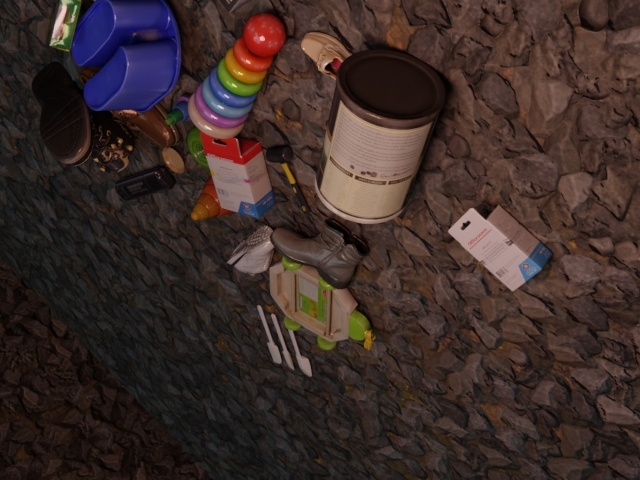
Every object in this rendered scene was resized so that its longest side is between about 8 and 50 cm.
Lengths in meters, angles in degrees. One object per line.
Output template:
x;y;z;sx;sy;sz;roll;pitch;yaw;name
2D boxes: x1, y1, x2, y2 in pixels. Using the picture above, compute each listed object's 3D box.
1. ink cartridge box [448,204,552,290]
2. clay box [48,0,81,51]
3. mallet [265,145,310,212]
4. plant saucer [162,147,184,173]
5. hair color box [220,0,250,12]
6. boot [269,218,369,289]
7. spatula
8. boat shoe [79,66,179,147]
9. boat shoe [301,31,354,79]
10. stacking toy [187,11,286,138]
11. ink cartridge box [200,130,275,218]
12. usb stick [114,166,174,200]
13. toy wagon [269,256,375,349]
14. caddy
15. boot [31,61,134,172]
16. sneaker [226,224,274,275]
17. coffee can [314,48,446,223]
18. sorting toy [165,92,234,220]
0.357;0.004;1.509;0.180;0.060;0.104;43;144;5;ink cartridge box
-0.629;-0.556;1.853;0.127;0.053;0.222;-68;28;20;clay box
-0.062;-0.146;1.817;0.062;0.039;0.189;-6;124;45;mallet
-0.404;-0.225;2.096;0.083;0.015;0.083;27;139;26;plant saucer
-0.109;-0.603;1.364;0.185;0.113;0.374;52;143;-6;hair color box
0.000;0.000;1.865;0.246;0.083;0.161;32;135;10;boot
-0.111;0.307;2.304;0.168;0.019;0.242;19;135;41;spatula
-0.513;-0.349;2.014;0.307;0.104;0.111;44;144;4;boat shoe
0.024;-0.357;1.506;0.170;0.059;0.063;34;142;16;boat shoe
-0.176;-0.368;1.647;0.141;0.141;0.330;45;139;2;stacking toy
-0.206;-0.181;1.886;0.134;0.078;0.231;17;134;34;ink cartridge box
-0.527;-0.167;2.251;0.278;0.045;0.077;-9;124;48;usb stick
0.009;0.178;2.018;0.344;0.068;0.267;27;140;24;toy wagon
-0.451;-0.443;1.810;0.341;0.179;0.241;-18;87;52;caddy
-0.608;-0.277;1.998;0.377;0.138;0.284;55;-176;39;boot
-0.164;0.033;2.055;0.095;0.090;0.235;41;149;-13;sneaker
0.107;-0.195;1.455;0.201;0.201;0.275;34;142;17;coffee can
-0.322;-0.192;1.954;0.127;0.126;0.365;16;135;35;sorting toy
